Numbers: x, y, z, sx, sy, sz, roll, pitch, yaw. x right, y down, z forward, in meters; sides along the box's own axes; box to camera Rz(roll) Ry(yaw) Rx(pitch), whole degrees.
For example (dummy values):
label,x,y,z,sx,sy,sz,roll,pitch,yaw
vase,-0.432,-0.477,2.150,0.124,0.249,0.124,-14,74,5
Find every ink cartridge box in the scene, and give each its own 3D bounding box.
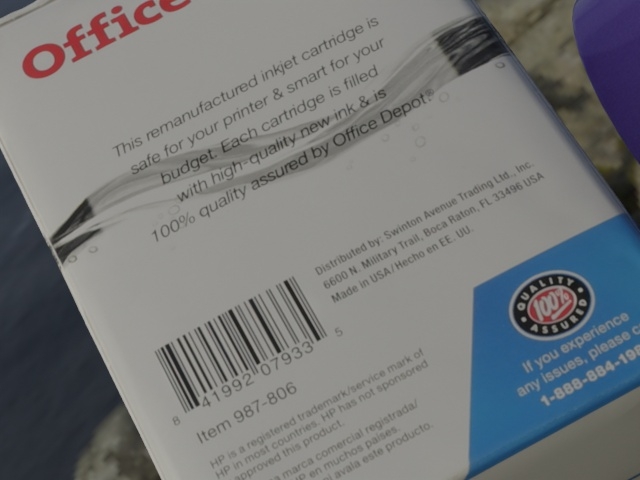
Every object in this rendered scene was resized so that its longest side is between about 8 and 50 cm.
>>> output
label,x,y,z,sx,sy,sz,roll,pitch,yaw
ink cartridge box,0.000,0.000,0.960,0.285,0.166,0.395,-27,62,-6

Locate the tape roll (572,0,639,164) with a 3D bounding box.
label,x,y,z,sx,sy,sz,roll,pitch,yaw
tape roll,0.294,-0.088,1.086,0.090,0.275,0.275,-41,17,29
